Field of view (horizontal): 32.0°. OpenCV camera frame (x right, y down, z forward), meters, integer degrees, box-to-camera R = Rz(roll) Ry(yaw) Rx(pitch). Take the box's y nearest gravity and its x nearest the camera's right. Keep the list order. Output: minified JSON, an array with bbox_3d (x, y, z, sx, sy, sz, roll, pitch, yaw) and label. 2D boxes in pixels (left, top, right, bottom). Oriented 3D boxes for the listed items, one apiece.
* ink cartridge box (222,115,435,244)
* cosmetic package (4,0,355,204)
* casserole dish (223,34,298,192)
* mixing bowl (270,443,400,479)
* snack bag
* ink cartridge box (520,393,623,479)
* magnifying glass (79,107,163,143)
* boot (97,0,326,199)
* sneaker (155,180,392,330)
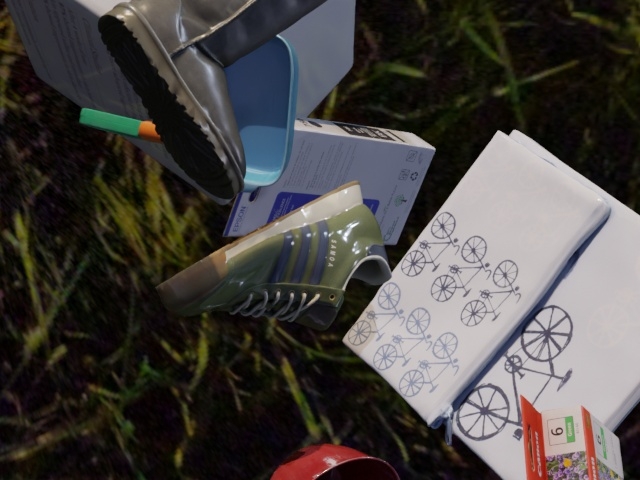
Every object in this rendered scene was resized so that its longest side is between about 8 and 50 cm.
[{"bbox_3d":[0.004,-0.082,1.547,0.332,0.065,0.165,3,117,-44],"label":"ink cartridge box"},{"bbox_3d":[-0.197,-0.332,1.594,0.393,0.329,0.327,35,69,15],"label":"cosmetic package"},{"bbox_3d":[-0.074,-0.146,1.208,0.037,0.114,0.188,-25,125,-59],"label":"casserole dish"},{"bbox_3d":[0.000,0.321,1.381,0.181,0.098,0.181,-15,120,-27],"label":"mixing bowl"},{"bbox_3d":[0.217,0.080,1.198,0.323,0.342,0.037,-52,139,6],"label":"snack bag"},{"bbox_3d":[0.154,0.135,0.669,0.115,0.029,0.063,40,43,-51],"label":"ink cartridge box"},{"bbox_3d":[-0.206,-0.126,1.275,0.092,0.231,0.026,13,90,-34],"label":"magnifying glass"},{"bbox_3d":[-0.053,-0.162,0.894,0.208,0.076,0.190,-42,118,-30],"label":"boot"},{"bbox_3d":[-0.020,0.028,0.791,0.192,0.064,0.086,-28,90,-40],"label":"sneaker"}]
